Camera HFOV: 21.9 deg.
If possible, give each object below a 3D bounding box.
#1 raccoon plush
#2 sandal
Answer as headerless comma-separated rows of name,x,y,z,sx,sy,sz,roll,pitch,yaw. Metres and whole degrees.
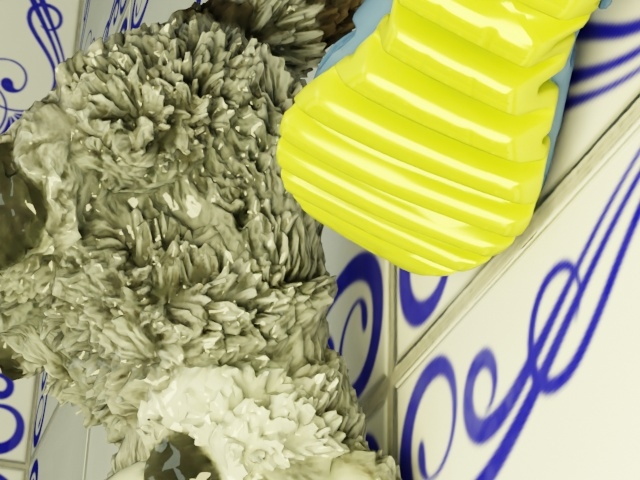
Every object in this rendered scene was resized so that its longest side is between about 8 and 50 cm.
raccoon plush,0.000,0.000,0.916,0.446,0.299,0.216,-50,-7,-13
sandal,0.074,-0.103,0.731,0.138,0.126,0.317,-59,-3,-38
